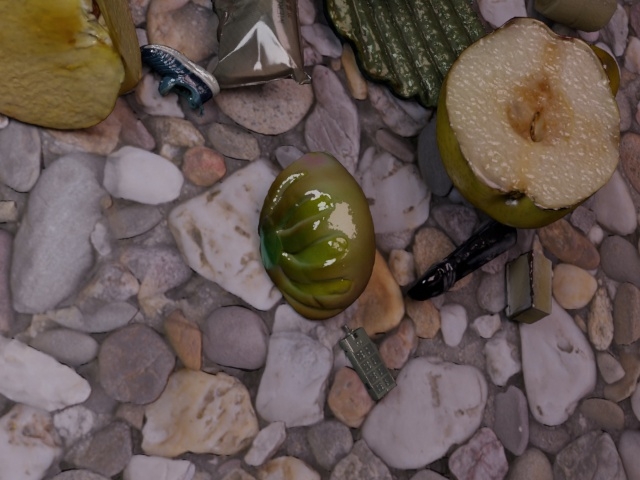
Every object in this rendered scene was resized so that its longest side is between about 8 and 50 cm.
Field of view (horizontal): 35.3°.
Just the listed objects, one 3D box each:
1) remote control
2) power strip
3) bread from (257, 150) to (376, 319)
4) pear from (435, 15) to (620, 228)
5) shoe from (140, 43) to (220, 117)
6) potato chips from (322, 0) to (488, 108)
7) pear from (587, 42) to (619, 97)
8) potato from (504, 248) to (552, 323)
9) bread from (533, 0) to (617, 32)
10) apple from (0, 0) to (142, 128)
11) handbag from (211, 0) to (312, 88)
[{"bbox_3d":[0.255,0.039,1.768,0.266,0.090,0.066,-35,77,-34],"label":"remote control"},{"bbox_3d":[0.075,0.197,1.649,0.051,0.019,0.136,-30,91,-33],"label":"power strip"},{"bbox_3d":[0.001,-0.013,1.592,0.158,0.156,0.260,-11,79,-35],"label":"bread"},{"bbox_3d":[0.353,-0.192,1.817,0.340,0.191,0.386,25,62,-6],"label":"pear"},{"bbox_3d":[-0.230,-0.258,1.594,0.143,0.064,0.071,35,71,-16],"label":"shoe"},{"bbox_3d":[0.149,-0.443,1.880,0.358,0.070,0.429,-18,84,-36],"label":"potato chips"},{"bbox_3d":[0.501,-0.313,1.988,0.267,0.178,0.267,8,75,-30],"label":"pear"},{"bbox_3d":[0.379,0.089,1.832,0.061,0.086,0.122,18,59,-23],"label":"potato"},{"bbox_3d":[0.528,-0.520,2.096,0.141,0.134,0.148,15,58,-22],"label":"bread"},{"bbox_3d":[-0.379,-0.319,1.399,0.252,0.309,0.314,30,70,21],"label":"apple"},{"bbox_3d":[-0.111,-0.366,1.663,0.183,0.117,0.270,-7,74,9],"label":"handbag"}]
